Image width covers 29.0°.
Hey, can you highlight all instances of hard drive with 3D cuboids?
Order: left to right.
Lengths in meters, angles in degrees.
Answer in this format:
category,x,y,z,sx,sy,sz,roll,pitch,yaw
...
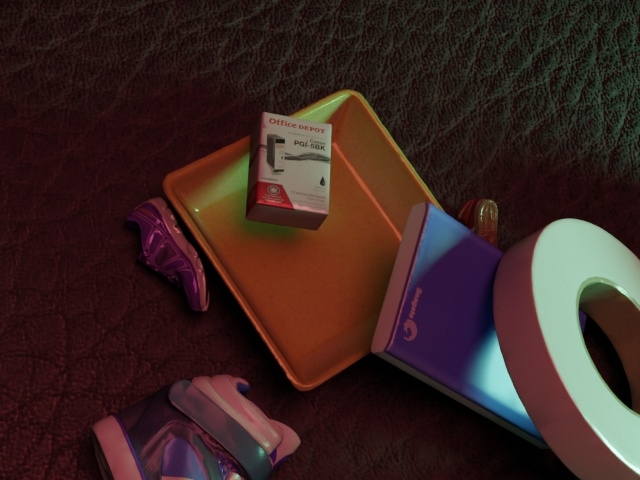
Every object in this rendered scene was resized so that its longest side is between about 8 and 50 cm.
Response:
category,x,y,z,sx,sy,sz,roll,pitch,yaw
hard drive,0.218,0.116,1.630,0.318,0.040,0.210,32,63,-30

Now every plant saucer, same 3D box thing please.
category,x,y,z,sx,sy,sz,roll,pitch,yaw
plant saucer,0.000,0.000,1.661,0.332,0.081,0.333,-29,79,-27

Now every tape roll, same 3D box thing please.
category,x,y,z,sx,sy,sz,roll,pitch,yaw
tape roll,0.380,0.154,1.639,0.392,0.072,0.392,29,44,-32

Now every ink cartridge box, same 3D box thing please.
category,x,y,z,sx,sy,sz,roll,pitch,yaw
ink cartridge box,-0.040,-0.090,1.609,0.099,0.056,0.135,8,65,-15

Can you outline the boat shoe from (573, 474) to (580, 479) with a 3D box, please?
category,x,y,z,sx,sy,sz,roll,pitch,yaw
boat shoe,0.367,0.375,1.635,0.079,0.084,0.233,-7,72,19

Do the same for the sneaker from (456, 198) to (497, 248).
category,x,y,z,sx,sy,sz,roll,pitch,yaw
sneaker,0.221,-0.002,1.767,0.042,0.067,0.119,6,95,-19

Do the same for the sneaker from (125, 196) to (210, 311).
category,x,y,z,sx,sy,sz,roll,pitch,yaw
sneaker,-0.196,0.027,1.600,0.071,0.068,0.170,-29,69,-12

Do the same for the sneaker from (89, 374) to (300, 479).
category,x,y,z,sx,sy,sz,roll,pitch,yaw
sneaker,-0.108,0.309,1.452,0.236,0.130,0.323,-19,69,-21
